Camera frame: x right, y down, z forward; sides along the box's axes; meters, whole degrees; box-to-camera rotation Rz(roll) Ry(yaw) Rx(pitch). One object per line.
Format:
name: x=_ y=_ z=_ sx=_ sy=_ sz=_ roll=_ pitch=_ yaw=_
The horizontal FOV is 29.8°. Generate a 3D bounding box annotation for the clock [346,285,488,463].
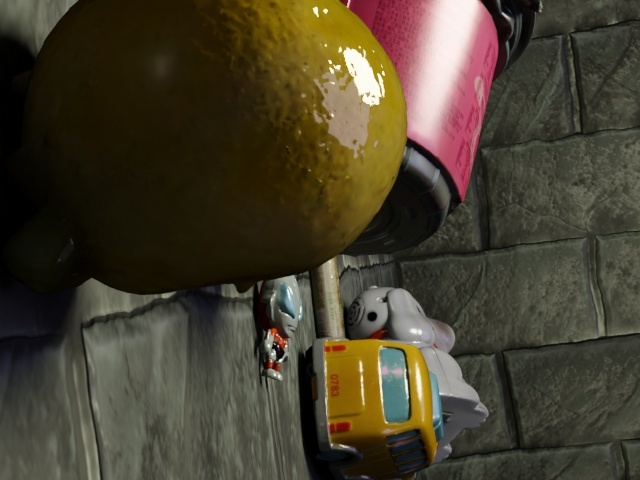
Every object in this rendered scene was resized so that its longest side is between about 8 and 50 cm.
clock: x=0.110 y=0.169 z=1.677 sx=0.189 sy=0.188 sz=0.254 roll=76 pitch=2 yaw=-46

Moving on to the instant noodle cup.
instant noodle cup: x=0.012 y=-0.102 z=0.844 sx=0.302 sy=0.258 sz=0.182 roll=133 pitch=-29 yaw=-62

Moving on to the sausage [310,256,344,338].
sausage: x=0.000 y=0.000 z=1.404 sx=0.033 sy=0.032 sz=0.269 roll=40 pitch=43 yaw=-80

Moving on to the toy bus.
toy bus: x=0.061 y=0.185 z=1.282 sx=0.209 sy=0.136 sz=0.126 roll=72 pitch=13 yaw=-62

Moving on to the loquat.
loquat: x=-0.055 y=-0.046 z=0.520 sx=0.172 sy=0.204 sz=0.149 roll=12 pitch=-49 yaw=51

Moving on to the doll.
doll: x=-0.035 y=0.062 z=1.026 sx=0.057 sy=0.039 sz=0.114 roll=18 pitch=72 yaw=-45
